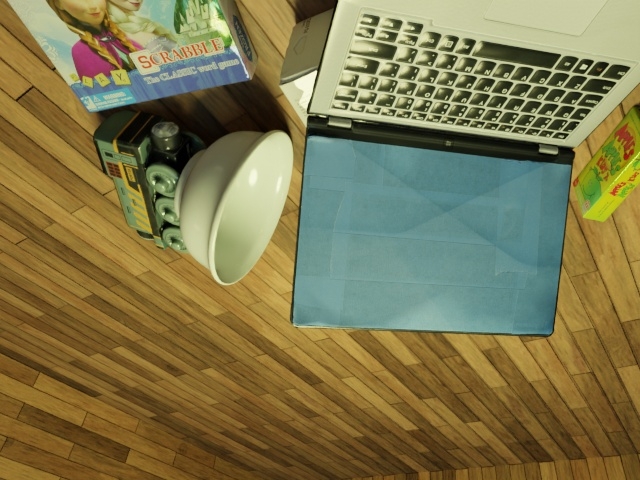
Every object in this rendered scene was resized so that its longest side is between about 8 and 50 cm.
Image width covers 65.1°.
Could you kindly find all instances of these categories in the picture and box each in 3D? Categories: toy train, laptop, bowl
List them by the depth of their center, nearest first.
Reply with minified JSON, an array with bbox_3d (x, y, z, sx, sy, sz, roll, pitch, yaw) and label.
[{"bbox_3d":[0.184,-0.079,0.559,0.381,0.237,0.408,4,149,-13],"label":"laptop"},{"bbox_3d":[-0.171,-0.079,0.918,0.134,0.298,0.298,22,141,11],"label":"bowl"},{"bbox_3d":[-0.324,-0.107,1.007,0.190,0.142,0.334,17,142,8],"label":"toy train"}]

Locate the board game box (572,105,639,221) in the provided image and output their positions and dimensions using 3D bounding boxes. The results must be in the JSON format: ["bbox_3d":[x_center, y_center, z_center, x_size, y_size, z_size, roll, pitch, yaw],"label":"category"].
[{"bbox_3d":[0.517,-0.128,0.871,0.043,0.092,0.181,12,140,-3],"label":"board game box"}]

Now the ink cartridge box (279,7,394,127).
[{"bbox_3d":[0.046,-0.214,0.783,0.100,0.172,0.237,-15,135,24],"label":"ink cartridge box"}]

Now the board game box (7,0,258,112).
[{"bbox_3d":[-0.298,-0.362,0.745,0.318,0.066,0.318,-7,138,16],"label":"board game box"}]
